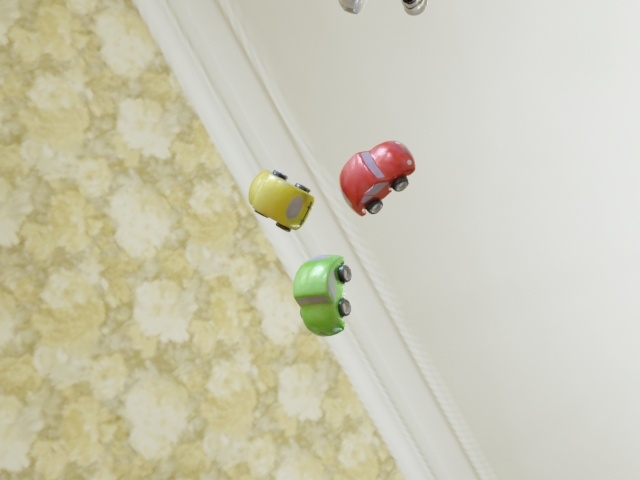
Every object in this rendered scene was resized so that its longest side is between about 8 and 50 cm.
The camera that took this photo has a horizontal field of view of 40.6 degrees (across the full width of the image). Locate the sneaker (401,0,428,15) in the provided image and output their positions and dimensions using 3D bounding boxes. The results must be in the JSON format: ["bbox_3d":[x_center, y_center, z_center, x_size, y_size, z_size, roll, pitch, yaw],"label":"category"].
[{"bbox_3d":[0.116,-0.333,1.057,0.040,0.044,0.109,0,-86,17],"label":"sneaker"}]

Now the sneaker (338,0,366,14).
[{"bbox_3d":[0.060,-0.462,1.431,0.090,0.232,0.115,11,-39,9],"label":"sneaker"}]

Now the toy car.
[{"bbox_3d":[0.000,0.000,1.030,0.239,0.053,0.224,-9,-107,33],"label":"toy car"}]
